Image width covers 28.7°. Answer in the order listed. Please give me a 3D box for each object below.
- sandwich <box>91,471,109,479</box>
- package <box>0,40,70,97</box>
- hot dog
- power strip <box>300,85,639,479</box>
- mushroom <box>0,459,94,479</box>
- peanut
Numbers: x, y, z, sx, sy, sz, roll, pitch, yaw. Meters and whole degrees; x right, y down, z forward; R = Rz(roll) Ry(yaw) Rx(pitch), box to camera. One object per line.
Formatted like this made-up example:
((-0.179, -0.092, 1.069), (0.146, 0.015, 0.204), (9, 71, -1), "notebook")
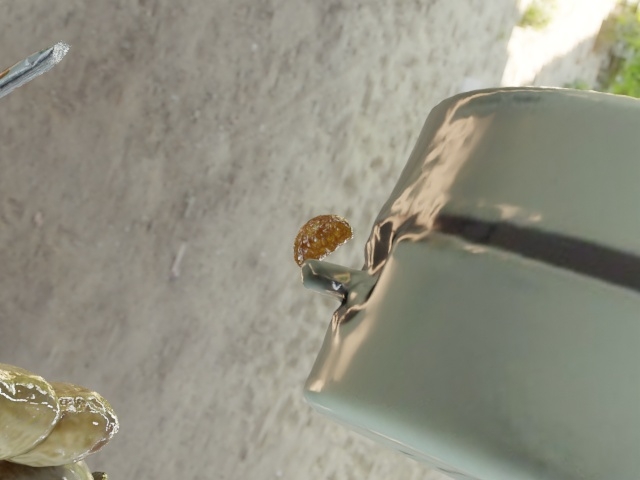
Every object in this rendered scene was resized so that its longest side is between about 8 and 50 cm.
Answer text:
((-0.251, 0.297, 1.394), (0.101, 0.026, 0.069), (-95, -174, -46), "sandwich")
((-0.260, -0.137, 1.059), (0.110, 0.015, 0.037), (-29, -178, 6), "package")
((0.000, 0.000, 1.572), (0.083, 0.035, 0.058), (-34, 135, -11), "hot dog")
((0.163, 0.066, 0.581), (0.161, 0.357, 0.357), (-65, 159, -8), "power strip")
((-0.323, 0.269, 1.207), (0.226, 0.226, 0.178), (-41, 136, -53), "mushroom")
((-0.267, 0.156, 1.107), (0.228, 0.104, 0.086), (31, 49, -60), "peanut")
